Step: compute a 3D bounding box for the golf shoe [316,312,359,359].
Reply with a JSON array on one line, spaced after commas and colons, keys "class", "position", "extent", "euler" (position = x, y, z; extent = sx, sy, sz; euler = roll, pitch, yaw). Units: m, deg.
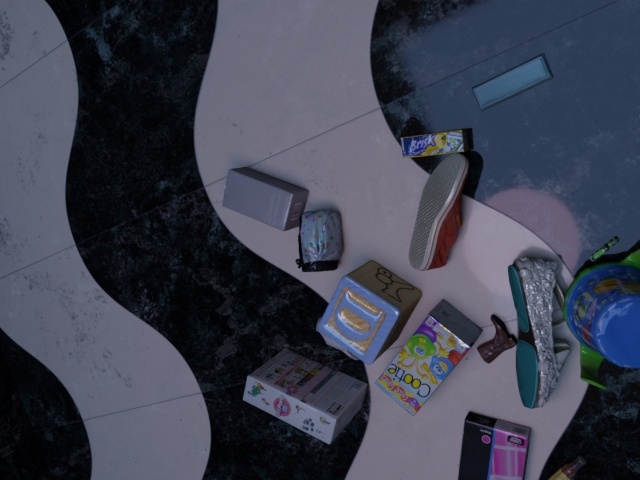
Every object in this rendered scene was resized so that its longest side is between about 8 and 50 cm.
[{"class": "golf shoe", "position": [0.057, 0.302, 1.944], "extent": [0.176, 0.069, 0.086], "euler": [47, 138, 14]}]

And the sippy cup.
[{"class": "sippy cup", "position": [0.693, 0.180, 1.454], "extent": [0.240, 0.224, 0.305], "euler": [-13, 96, 14]}]

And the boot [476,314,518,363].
[{"class": "boot", "position": [0.461, 0.271, 1.734], "extent": [0.114, 0.037, 0.106], "euler": [-43, 78, 33]}]

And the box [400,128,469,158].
[{"class": "box", "position": [0.301, -0.256, 1.685], "extent": [0.169, 0.054, 0.059], "euler": [-3, 100, 28]}]

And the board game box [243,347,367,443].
[{"class": "board game box", "position": [-0.044, 0.461, 1.930], "extent": [0.304, 0.224, 0.097], "euler": [21, 113, 22]}]

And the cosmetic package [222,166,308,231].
[{"class": "cosmetic package", "position": [-0.172, -0.129, 1.935], "extent": [0.238, 0.107, 0.127], "euler": [25, 112, 24]}]

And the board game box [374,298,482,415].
[{"class": "board game box", "position": [0.299, 0.324, 1.765], "extent": [0.142, 0.144, 0.275], "euler": [39, 117, 14]}]

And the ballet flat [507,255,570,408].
[{"class": "ballet flat", "position": [0.569, 0.236, 1.620], "extent": [0.147, 0.147, 0.408], "euler": [-3, 101, 28]}]

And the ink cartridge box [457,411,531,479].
[{"class": "ink cartridge box", "position": [0.480, 0.680, 1.801], "extent": [0.176, 0.069, 0.370], "euler": [10, 108, 25]}]

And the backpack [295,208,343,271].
[{"class": "backpack", "position": [0.000, 0.000, 1.861], "extent": [0.115, 0.152, 0.181], "euler": [-3, 88, 23]}]

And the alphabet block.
[{"class": "alphabet block", "position": [0.141, 0.197, 1.789], "extent": [0.192, 0.197, 0.193], "euler": [35, 115, 18]}]

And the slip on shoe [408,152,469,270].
[{"class": "slip on shoe", "position": [0.328, -0.072, 1.689], "extent": [0.123, 0.101, 0.331], "euler": [-133, 52, -57]}]

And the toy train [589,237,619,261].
[{"class": "toy train", "position": [0.695, 0.023, 1.560], "extent": [0.017, 0.024, 0.083], "euler": [48, 118, 10]}]

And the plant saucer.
[{"class": "plant saucer", "position": [0.474, -0.392, 1.586], "extent": [0.192, 0.018, 0.067], "euler": [-22, 90, 30]}]

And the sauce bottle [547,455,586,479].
[{"class": "sauce bottle", "position": [0.659, 0.626, 1.704], "extent": [0.042, 0.042, 0.128], "euler": [42, 118, 13]}]
